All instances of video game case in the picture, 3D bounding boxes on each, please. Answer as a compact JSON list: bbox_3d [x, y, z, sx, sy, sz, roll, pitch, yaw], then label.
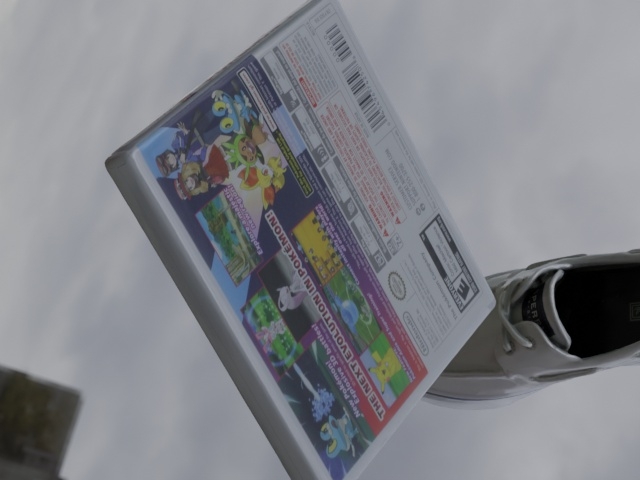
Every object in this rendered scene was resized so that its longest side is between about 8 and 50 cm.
[{"bbox_3d":[0.000,0.000,0.769,0.023,0.201,0.183,-13,-158,42],"label":"video game case"}]

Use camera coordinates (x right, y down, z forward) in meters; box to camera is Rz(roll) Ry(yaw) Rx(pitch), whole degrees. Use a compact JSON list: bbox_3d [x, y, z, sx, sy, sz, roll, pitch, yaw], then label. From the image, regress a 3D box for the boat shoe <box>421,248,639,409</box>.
[{"bbox_3d":[0.154,0.047,0.991,0.258,0.084,0.095,-16,-114,21],"label":"boat shoe"}]
